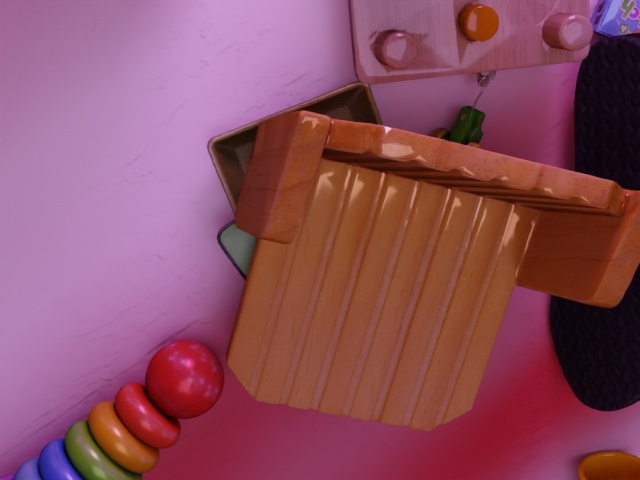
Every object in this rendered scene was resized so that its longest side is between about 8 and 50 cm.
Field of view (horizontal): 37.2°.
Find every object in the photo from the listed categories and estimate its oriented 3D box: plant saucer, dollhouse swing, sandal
[{"bbox_3d":[-0.009,-0.063,1.065,0.188,0.045,0.188,-22,108,-2],"label":"plant saucer"},{"bbox_3d":[0.086,0.062,0.950,0.346,0.315,0.305,13,92,-13],"label":"dollhouse swing"},{"bbox_3d":[0.364,-0.008,1.082,0.107,0.167,0.446,-10,112,-29],"label":"sandal"}]

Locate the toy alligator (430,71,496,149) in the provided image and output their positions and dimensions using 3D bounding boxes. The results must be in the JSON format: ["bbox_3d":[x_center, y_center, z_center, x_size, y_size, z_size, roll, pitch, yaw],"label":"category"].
[{"bbox_3d":[0.161,-0.109,1.077,0.051,0.056,0.190,10,108,-55],"label":"toy alligator"}]

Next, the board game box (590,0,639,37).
[{"bbox_3d":[0.413,-0.306,1.059,0.160,0.039,0.212,19,102,-13],"label":"board game box"}]

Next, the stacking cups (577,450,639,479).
[{"bbox_3d":[0.390,0.435,1.256,0.096,0.096,0.316,-9,111,-6],"label":"stacking cups"}]

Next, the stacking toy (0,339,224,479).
[{"bbox_3d":[-0.242,0.242,1.081,0.330,0.141,0.141,-45,108,2],"label":"stacking toy"}]

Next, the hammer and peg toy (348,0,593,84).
[{"bbox_3d":[0.138,-0.350,0.961,0.265,0.127,0.362,-8,106,-5],"label":"hammer and peg toy"}]

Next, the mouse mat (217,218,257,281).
[{"bbox_3d":[0.000,0.000,1.057,0.189,0.007,0.153,-33,109,3],"label":"mouse mat"}]
